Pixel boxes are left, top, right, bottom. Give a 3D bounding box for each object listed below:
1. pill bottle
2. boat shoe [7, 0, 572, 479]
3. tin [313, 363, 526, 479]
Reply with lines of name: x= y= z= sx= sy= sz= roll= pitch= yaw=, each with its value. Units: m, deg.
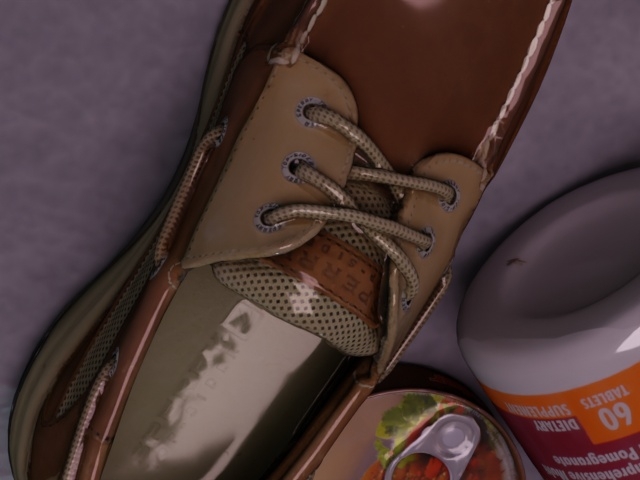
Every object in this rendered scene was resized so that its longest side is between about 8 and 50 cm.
pill bottle: x=0.155 y=0.088 z=0.773 sx=0.121 sy=0.121 sz=0.221 roll=-33 pitch=113 yaw=3
boat shoe: x=0.000 y=0.000 z=0.709 sx=0.122 sy=0.120 sz=0.324 roll=25 pitch=104 yaw=-19
tin: x=0.003 y=0.134 z=0.808 sx=0.106 sy=0.040 sz=0.189 roll=32 pitch=102 yaw=-24
